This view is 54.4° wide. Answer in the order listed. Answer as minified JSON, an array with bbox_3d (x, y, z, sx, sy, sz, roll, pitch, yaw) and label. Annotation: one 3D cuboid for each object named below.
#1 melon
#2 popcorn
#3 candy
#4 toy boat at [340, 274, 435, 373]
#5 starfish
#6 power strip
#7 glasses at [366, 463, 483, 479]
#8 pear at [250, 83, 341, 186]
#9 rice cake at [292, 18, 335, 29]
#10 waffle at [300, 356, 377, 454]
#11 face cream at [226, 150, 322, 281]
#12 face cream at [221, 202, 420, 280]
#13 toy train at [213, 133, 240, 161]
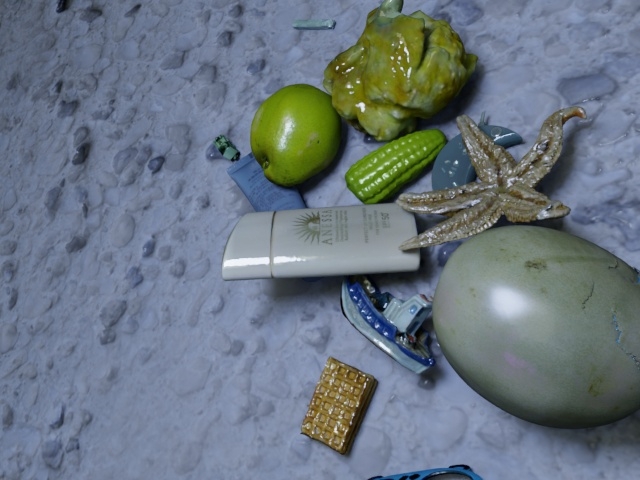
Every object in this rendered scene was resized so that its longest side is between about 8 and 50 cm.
[{"bbox_3d":[0.321,0.125,0.879,0.330,0.268,0.268,24,83,19],"label":"melon"},{"bbox_3d":[0.147,-0.319,1.193,0.276,0.225,0.276,-49,12,14],"label":"popcorn"},{"bbox_3d":[0.149,-0.147,1.202,0.209,0.097,0.097,-32,57,9],"label":"candy"},{"bbox_3d":[0.122,0.117,1.086,0.262,0.114,0.115,39,104,44],"label":"toy boat"},{"bbox_3d":[0.294,-0.092,1.029,0.375,0.094,0.327,-46,36,-6],"label":"starfish"},{"bbox_3d":[0.281,-0.140,1.147,0.137,0.044,0.216,20,82,36],"label":"power strip"},{"bbox_3d":[0.148,0.450,0.942,0.239,0.102,0.207,-21,61,22],"label":"glasses"},{"bbox_3d":[-0.056,-0.216,1.294,0.187,0.187,0.220,22,73,35],"label":"pear"},{"bbox_3d":[-0.017,-0.521,1.498,0.121,0.021,0.022,14,88,33],"label":"rice cake"},{"bbox_3d":[0.032,0.294,1.113,0.102,0.042,0.148,16,79,36],"label":"waffle"},{"bbox_3d":[-0.083,-0.071,1.314,0.135,0.086,0.385,-33,52,3],"label":"face cream"},{"bbox_3d":[0.000,0.000,1.139,0.348,0.081,0.173,-3,40,4],"label":"face cream"},{"bbox_3d":[-0.225,-0.222,1.477,0.033,0.053,0.083,-46,56,7],"label":"toy train"}]
